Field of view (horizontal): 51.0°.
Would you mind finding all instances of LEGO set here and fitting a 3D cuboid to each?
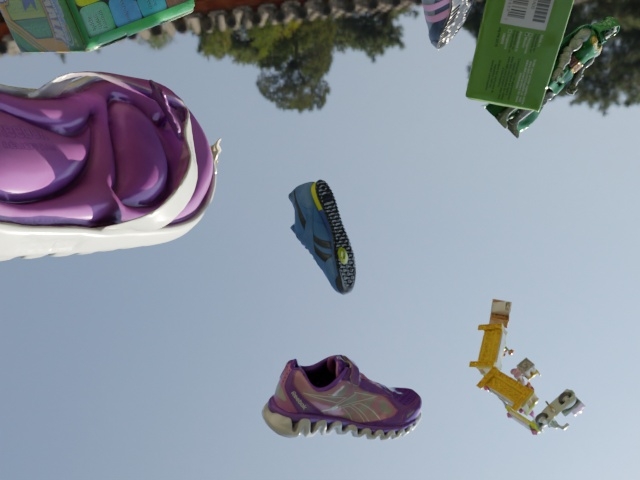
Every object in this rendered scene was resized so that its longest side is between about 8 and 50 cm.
[{"bbox_3d":[0.343,0.236,1.181,0.132,0.107,0.287,-33,-148,8],"label":"LEGO set"}]

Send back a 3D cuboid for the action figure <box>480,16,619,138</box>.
[{"bbox_3d":[0.383,-0.269,1.085,0.137,0.232,0.063,16,-145,-50],"label":"action figure"}]

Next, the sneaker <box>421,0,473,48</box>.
[{"bbox_3d":[0.263,-0.555,1.483,0.131,0.319,0.112,42,-102,16],"label":"sneaker"}]

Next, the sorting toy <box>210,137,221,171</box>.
[{"bbox_3d":[-0.265,-0.216,1.667,0.045,0.075,0.083,20,-132,-20],"label":"sorting toy"}]

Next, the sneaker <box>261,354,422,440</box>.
[{"bbox_3d":[0.040,0.211,0.930,0.237,0.104,0.095,6,-169,-22],"label":"sneaker"}]

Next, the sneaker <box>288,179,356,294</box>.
[{"bbox_3d":[0.000,0.000,1.181,0.082,0.069,0.209,-21,-95,29],"label":"sneaker"}]

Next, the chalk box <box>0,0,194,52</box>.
[{"bbox_3d":[-0.302,-0.359,0.883,0.179,0.180,0.289,-35,-148,-32],"label":"chalk box"}]

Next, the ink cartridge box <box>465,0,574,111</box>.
[{"bbox_3d":[0.266,-0.316,0.862,0.097,0.188,0.255,14,-136,11],"label":"ink cartridge box"}]

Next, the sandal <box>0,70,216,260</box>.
[{"bbox_3d":[-0.159,-0.076,0.539,0.102,0.169,0.416,-31,-174,18],"label":"sandal"}]
